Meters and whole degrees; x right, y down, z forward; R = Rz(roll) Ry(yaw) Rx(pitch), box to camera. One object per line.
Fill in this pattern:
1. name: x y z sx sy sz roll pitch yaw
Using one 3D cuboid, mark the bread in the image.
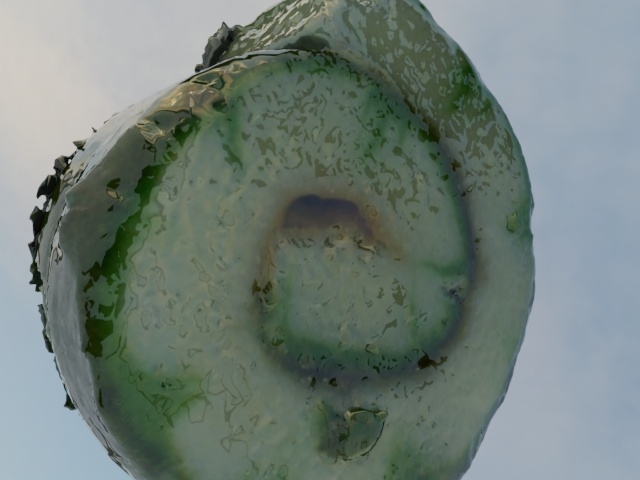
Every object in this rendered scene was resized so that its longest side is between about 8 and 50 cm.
1. bread: 0.000 0.000 0.498 0.129 0.366 0.381 -8 -99 51
